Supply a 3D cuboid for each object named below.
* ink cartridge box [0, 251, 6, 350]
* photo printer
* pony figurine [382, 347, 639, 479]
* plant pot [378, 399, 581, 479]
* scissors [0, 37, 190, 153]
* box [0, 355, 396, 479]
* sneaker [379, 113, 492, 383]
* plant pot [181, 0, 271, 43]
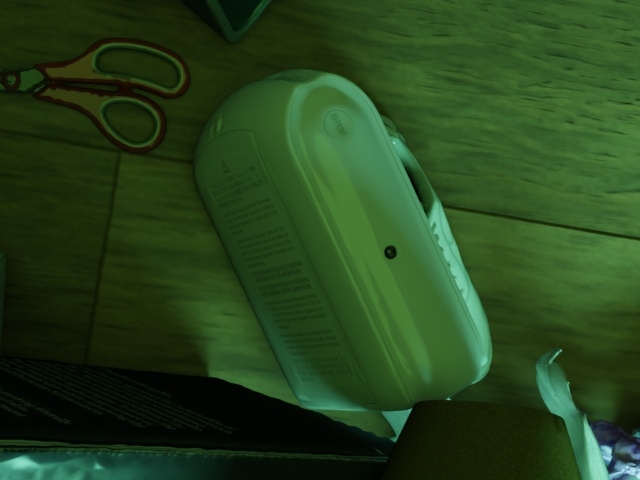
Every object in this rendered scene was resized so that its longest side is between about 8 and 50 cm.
[{"bbox_3d":[-0.434,0.159,1.079,0.272,0.130,0.309,5,99,-7],"label":"ink cartridge box"},{"bbox_3d":[0.000,0.000,1.089,0.107,0.256,0.307,-27,95,-25],"label":"photo printer"},{"bbox_3d":[0.249,0.267,1.129,0.363,0.303,0.351,-14,84,-29],"label":"pony figurine"},{"bbox_3d":[0.115,0.255,0.918,0.237,0.237,0.254,8,77,-8],"label":"plant pot"},{"bbox_3d":[-0.277,-0.162,1.164,0.297,0.021,0.109,13,93,-7],"label":"scissors"},{"bbox_3d":[-0.220,0.348,0.941,0.472,0.297,0.480,14,90,-45],"label":"box"},{"bbox_3d":[0.087,0.014,1.167,0.110,0.118,0.292,-27,96,-8],"label":"sneaker"},{"bbox_3d":[-0.120,-0.372,1.073,0.252,0.247,0.248,37,87,11],"label":"plant pot"}]
